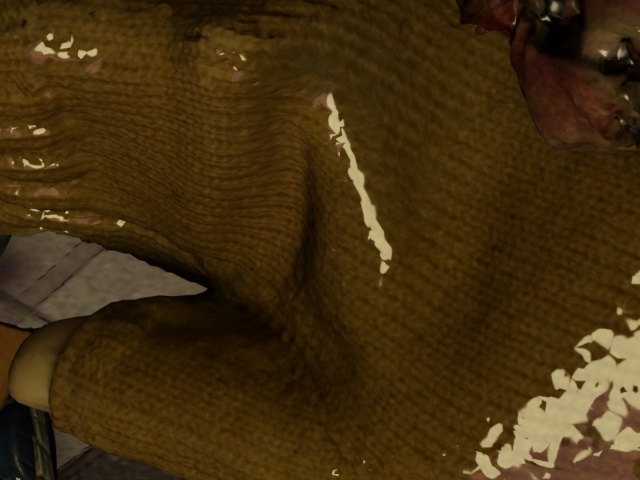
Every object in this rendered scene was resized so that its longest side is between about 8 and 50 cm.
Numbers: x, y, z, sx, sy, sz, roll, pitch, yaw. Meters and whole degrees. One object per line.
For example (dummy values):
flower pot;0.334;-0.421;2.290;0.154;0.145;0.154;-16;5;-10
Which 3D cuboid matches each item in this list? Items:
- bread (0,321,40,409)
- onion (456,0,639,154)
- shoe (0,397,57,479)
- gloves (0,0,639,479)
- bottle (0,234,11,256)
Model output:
bread;-0.238;0.068;0.764;0.160;0.169;0.140;37;165;-32
onion;0.170;-0.144;0.500;0.281;0.221;0.281;-38;163;-13
shoe;-0.190;0.154;0.940;0.106;0.091;0.207;3;146;-22
gloves;0.011;-0.002;0.627;0.356;0.155;0.203;21;112;6
bottle;-0.213;-0.061;0.660;0.096;0.079;0.253;-18;142;30
